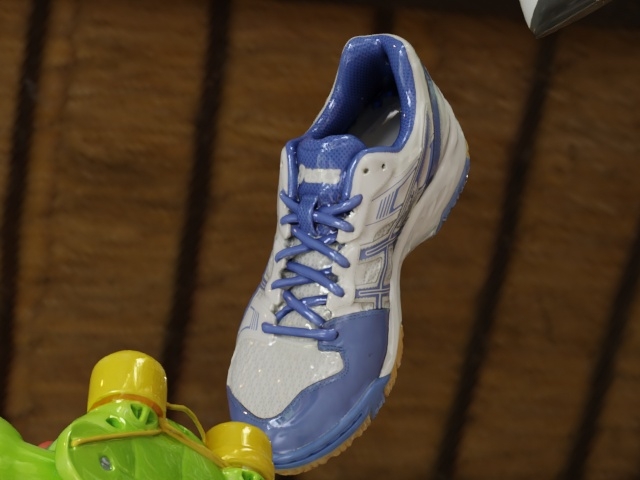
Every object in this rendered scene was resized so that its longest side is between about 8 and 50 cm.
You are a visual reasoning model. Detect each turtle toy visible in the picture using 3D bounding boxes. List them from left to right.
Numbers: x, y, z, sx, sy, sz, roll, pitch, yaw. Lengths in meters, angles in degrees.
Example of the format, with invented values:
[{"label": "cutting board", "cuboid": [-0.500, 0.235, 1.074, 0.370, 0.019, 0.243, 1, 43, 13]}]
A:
[{"label": "turtle toy", "cuboid": [-0.068, 0.087, 0.587, 0.066, 0.095, 0.130, -31, -51, 30]}]

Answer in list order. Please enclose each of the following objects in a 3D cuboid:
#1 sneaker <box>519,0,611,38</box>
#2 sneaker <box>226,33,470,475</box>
[{"label": "sneaker", "cuboid": [0.105, -0.125, 0.569, 0.072, 0.077, 0.178, -31, -1, 41]}, {"label": "sneaker", "cuboid": [0.000, 0.000, 1.213, 0.131, 0.112, 0.296, 63, -142, -47]}]
